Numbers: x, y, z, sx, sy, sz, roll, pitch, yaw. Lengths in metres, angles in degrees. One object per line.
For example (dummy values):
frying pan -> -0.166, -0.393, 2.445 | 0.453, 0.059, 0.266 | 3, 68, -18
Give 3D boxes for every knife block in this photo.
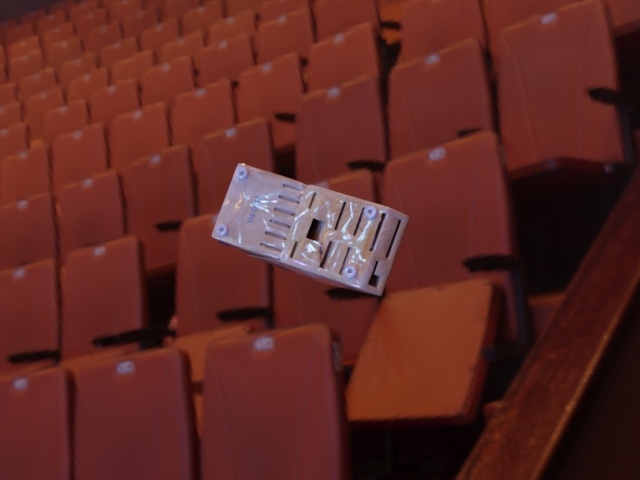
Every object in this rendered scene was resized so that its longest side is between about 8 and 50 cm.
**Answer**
knife block -> 0.000, 0.000, 1.180 | 0.276, 0.088, 0.242 | 18, -4, 28
